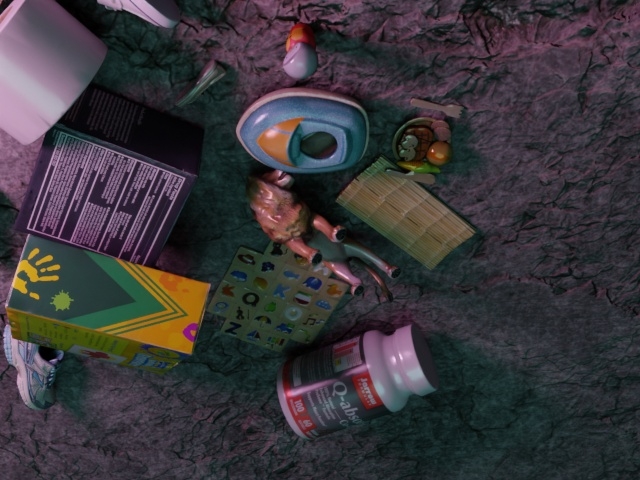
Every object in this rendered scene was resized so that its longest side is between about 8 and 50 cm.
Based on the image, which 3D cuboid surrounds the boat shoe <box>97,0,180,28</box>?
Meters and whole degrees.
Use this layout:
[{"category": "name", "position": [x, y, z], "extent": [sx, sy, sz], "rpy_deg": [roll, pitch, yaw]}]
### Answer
[{"category": "boat shoe", "position": [-0.373, -0.463, 1.536], "extent": [0.258, 0.095, 0.084], "rpy_deg": [39, 124, -15]}]

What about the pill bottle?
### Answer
[{"category": "pill bottle", "position": [0.092, 0.345, 2.114], "extent": [0.363, 0.210, 0.210], "rpy_deg": [-22, 126, 17]}]

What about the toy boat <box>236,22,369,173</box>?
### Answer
[{"category": "toy boat", "position": [-0.037, -0.257, 1.660], "extent": [0.267, 0.148, 0.318], "rpy_deg": [-1, 130, 1]}]

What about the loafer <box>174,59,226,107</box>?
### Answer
[{"category": "loafer", "position": [-0.238, -0.303, 1.689], "extent": [0.039, 0.045, 0.125], "rpy_deg": [33, 120, -32]}]

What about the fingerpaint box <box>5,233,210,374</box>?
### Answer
[{"category": "fingerpaint box", "position": [-0.470, 0.155, 1.854], "extent": [0.371, 0.163, 0.445], "rpy_deg": [17, 162, -13]}]

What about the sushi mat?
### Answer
[{"category": "sushi mat", "position": [0.193, -0.058, 1.906], "extent": [0.316, 0.019, 0.151], "rpy_deg": [35, 120, -26]}]

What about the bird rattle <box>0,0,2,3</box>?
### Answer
[{"category": "bird rattle", "position": [-0.656, -0.486, 1.513], "extent": [0.253, 0.143, 0.207], "rpy_deg": [-30, 141, 1]}]

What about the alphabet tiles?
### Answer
[{"category": "alphabet tiles", "position": [-0.106, 0.139, 2.071], "extent": [0.285, 0.011, 0.342], "rpy_deg": [20, 126, -16]}]

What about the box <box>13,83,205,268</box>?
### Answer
[{"category": "box", "position": [-0.427, -0.125, 1.741], "extent": [0.294, 0.182, 0.296], "rpy_deg": [21, 127, -17]}]

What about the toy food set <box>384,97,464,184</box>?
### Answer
[{"category": "toy food set", "position": [0.216, -0.198, 1.769], "extent": [0.132, 0.038, 0.192], "rpy_deg": [9, 124, -12]}]

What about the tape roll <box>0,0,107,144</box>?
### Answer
[{"category": "tape roll", "position": [-0.530, -0.318, 1.544], "extent": [0.246, 0.246, 0.169], "rpy_deg": [-34, 122, 24]}]

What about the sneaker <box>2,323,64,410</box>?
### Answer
[{"category": "sneaker", "position": [-0.707, 0.326, 2.158], "extent": [0.122, 0.110, 0.283], "rpy_deg": [-7, 129, 1]}]

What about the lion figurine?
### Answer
[{"category": "lion figurine", "position": [0.000, 0.000, 1.863], "extent": [0.142, 0.240, 0.392], "rpy_deg": [-50, 134, -6]}]
